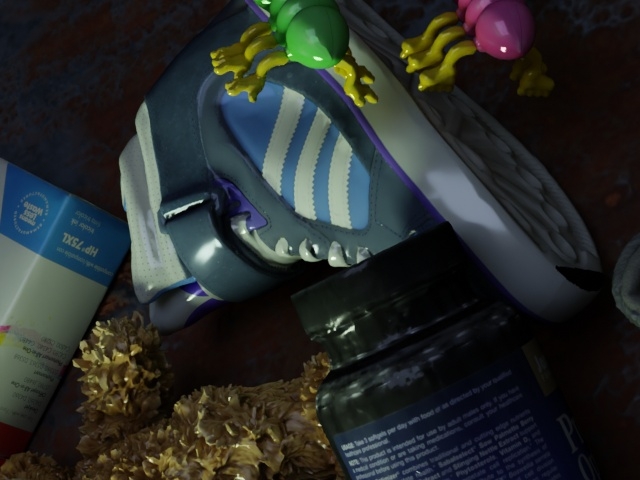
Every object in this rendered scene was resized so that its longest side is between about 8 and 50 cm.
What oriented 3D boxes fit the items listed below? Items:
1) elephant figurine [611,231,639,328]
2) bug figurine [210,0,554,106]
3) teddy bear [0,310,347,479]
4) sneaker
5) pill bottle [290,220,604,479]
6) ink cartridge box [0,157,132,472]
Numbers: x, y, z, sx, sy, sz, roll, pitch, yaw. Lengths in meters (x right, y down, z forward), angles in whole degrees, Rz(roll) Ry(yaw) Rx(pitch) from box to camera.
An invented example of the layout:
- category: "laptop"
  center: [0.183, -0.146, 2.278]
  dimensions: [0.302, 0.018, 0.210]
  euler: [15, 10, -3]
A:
- category: "elephant figurine"
  center: [0.229, 0.045, 0.871]
  dimensions: [0.169, 0.186, 0.239]
  euler: [113, 152, -43]
- category: "bug figurine"
  center: [0.024, -0.164, 0.990]
  dimensions: [0.216, 0.279, 0.072]
  euler: [-117, 35, -42]
- category: "teddy bear"
  center: [-0.093, 0.166, 1.017]
  dimensions: [0.338, 0.113, 0.245]
  euler: [3, 86, 28]
- category: "sneaker"
  center: [-0.001, 0.000, 1.048]
  dimensions: [0.236, 0.130, 0.323]
  euler: [-52, 59, 19]
- category: "pill bottle"
  center: [0.072, 0.107, 0.890]
  dimensions: [0.123, 0.123, 0.219]
  euler: [-26, 89, 22]
- category: "ink cartridge box"
  center: [-0.244, 0.061, 1.193]
  dimensions: [0.134, 0.078, 0.231]
  euler: [25, 86, 38]
